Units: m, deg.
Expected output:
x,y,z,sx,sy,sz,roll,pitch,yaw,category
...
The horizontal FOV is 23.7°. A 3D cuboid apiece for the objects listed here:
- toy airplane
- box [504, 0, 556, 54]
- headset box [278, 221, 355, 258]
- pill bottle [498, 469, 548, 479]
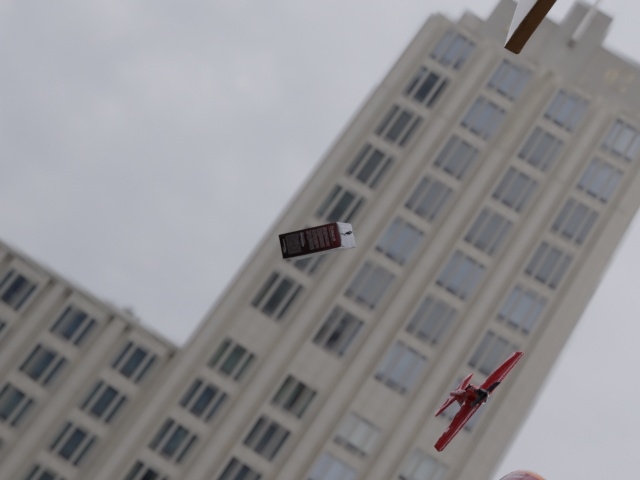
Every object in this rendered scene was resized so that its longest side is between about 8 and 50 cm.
x,y,z,sx,sy,sz,roll,pitch,yaw,category
0.170,0.176,1.731,0.028,0.151,0.151,42,-29,1,toy airplane
0.268,-0.313,1.642,0.021,0.164,0.201,30,-49,-6,box
0.000,0.000,1.821,0.083,0.032,0.062,-13,-5,17,headset box
0.206,0.319,1.717,0.086,0.152,0.086,7,-76,30,pill bottle
